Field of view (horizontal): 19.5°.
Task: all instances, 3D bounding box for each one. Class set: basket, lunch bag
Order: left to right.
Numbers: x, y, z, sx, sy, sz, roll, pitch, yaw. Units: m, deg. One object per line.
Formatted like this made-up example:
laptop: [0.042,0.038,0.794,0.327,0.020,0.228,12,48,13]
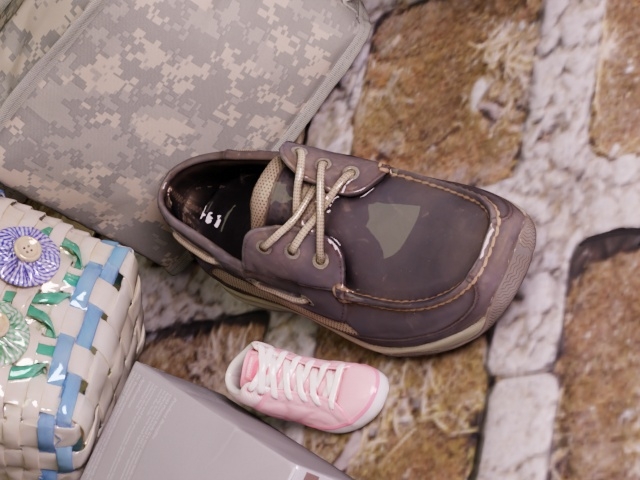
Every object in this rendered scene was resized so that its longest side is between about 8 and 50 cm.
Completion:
basket: [-0.296,0.075,1.481,0.289,0.201,0.254,7,53,9]
lunch bag: [-0.129,-0.151,1.512,0.287,0.235,0.169,-45,37,23]

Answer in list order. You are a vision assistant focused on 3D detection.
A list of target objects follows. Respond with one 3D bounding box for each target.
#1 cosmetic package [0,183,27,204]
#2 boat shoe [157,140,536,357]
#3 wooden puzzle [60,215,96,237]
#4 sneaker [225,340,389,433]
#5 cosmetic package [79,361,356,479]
cosmetic package: [-0.309,-0.228,1.738,0.377,0.284,0.097,-52,38,15]
boat shoe: [0.000,0.000,1.350,0.355,0.130,0.132,2,70,51]
wooden puzzle: [-0.214,-0.038,1.730,0.116,0.014,0.078,8,75,52]
sneaker: [-0.017,0.105,1.357,0.134,0.070,0.051,-4,64,48]
cosmetic package: [-0.070,0.189,1.345,0.238,0.107,0.127,28,91,51]
